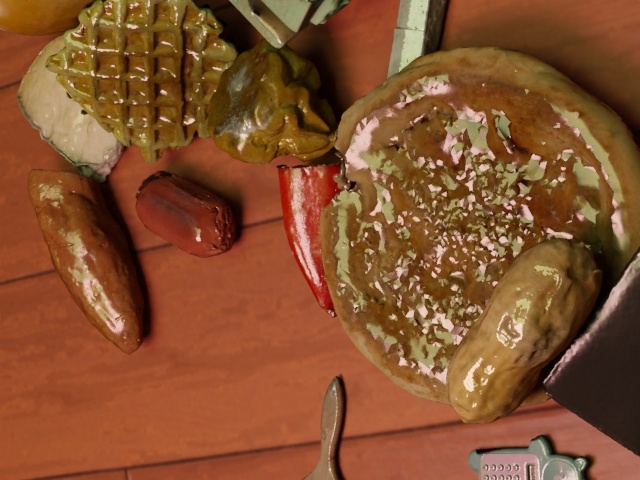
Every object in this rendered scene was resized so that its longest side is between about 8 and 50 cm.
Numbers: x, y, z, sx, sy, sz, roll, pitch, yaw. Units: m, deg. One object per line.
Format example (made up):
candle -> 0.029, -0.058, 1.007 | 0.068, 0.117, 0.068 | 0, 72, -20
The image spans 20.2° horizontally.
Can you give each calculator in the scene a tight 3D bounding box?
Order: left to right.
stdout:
calculator -> 0.206, 0.241, 1.781 | 0.141, 0.019, 0.094 | -7, 84, 39

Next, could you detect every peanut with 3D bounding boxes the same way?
peanut -> 0.183, 0.087, 1.675 | 0.099, 0.099, 0.214 | 53, 127, 25

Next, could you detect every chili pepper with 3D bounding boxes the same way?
chili pepper -> 0.004, -0.001, 1.920 | 0.088, 0.065, 0.169 | -5, 95, 13

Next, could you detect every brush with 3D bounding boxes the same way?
brush -> 0.007, 0.243, 1.941 | 0.070, 0.021, 0.196 | 9, 96, 37

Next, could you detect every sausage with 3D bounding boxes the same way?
sausage -> -0.153, -0.029, 2.033 | 0.141, 0.076, 0.076 | 25, 107, 34

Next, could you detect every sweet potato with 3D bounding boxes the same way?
sweet potato -> -0.269, 0.018, 2.117 | 0.097, 0.097, 0.252 | -38, 72, 33

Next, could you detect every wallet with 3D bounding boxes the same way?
wallet -> 0.316, 0.080, 1.654 | 0.124, 0.025, 0.244 | 33, 112, 2

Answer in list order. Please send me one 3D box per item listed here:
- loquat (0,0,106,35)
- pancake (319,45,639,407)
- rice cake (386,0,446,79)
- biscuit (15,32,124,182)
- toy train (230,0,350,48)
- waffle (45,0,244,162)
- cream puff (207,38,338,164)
loquat -> -0.300, -0.359, 2.013 | 0.283, 0.276, 0.276 | -1, 91, 46
pancake -> 0.149, -0.008, 1.775 | 0.382, 0.071, 0.382 | 5, 99, 34
rice cake -> 0.099, -0.218, 1.842 | 0.045, 0.042, 0.245 | 16, 101, 32
biscuit -> -0.272, -0.164, 2.148 | 0.265, 0.040, 0.188 | 3, 91, 39
toy train -> -0.085, -0.353, 1.865 | 0.326, 0.129, 0.159 | 46, 152, 5
waffle -> -0.186, -0.188, 1.991 | 0.208, 0.214, 0.054 | -36, 32, 23
cream puff -> -0.045, -0.139, 1.925 | 0.146, 0.116, 0.146 | -44, 31, 37
